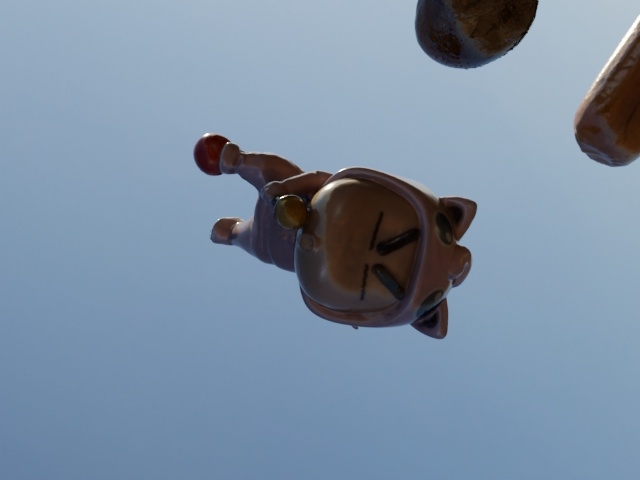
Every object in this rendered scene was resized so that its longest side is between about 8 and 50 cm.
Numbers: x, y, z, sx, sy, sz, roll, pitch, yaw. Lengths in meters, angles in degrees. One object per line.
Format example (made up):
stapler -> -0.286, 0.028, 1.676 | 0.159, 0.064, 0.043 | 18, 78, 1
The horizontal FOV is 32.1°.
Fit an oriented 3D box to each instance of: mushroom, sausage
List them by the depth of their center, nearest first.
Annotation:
mushroom -> 0.147, -0.223, 1.065 | 0.127, 0.127, 0.087 | 26, -157, -44
sausage -> 0.390, -0.208, 1.276 | 0.105, 0.274, 0.105 | 35, -175, -3

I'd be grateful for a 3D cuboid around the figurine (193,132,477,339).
figurine -> 0.000, 0.000, 1.078 | 0.288, 0.176, 0.186 | 24, -163, 22
